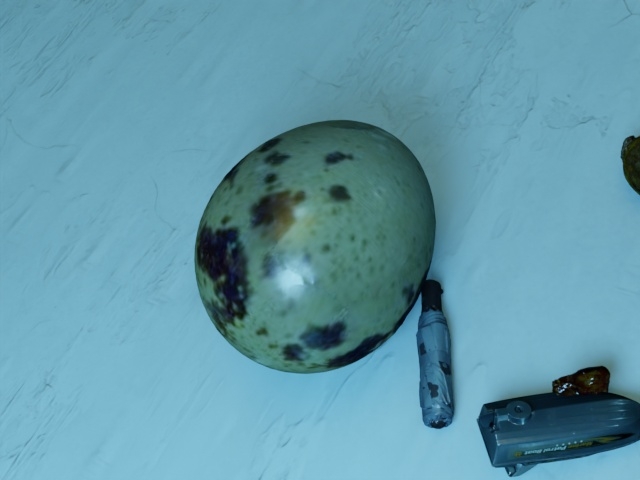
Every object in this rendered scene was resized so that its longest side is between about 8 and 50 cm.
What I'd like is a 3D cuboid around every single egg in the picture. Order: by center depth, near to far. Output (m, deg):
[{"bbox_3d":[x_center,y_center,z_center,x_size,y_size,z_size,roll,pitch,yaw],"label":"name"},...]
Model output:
[{"bbox_3d":[0.000,0.000,1.399,0.345,0.345,0.428,9,44,25],"label":"egg"}]

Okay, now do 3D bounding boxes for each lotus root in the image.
[{"bbox_3d":[0.553,-0.103,1.430,0.120,0.120,0.209,-39,50,-12],"label":"lotus root"}]

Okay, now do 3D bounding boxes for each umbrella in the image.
[{"bbox_3d":[0.170,0.165,1.395,0.052,0.053,0.250,-9,52,14],"label":"umbrella"}]

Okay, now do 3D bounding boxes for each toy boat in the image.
[{"bbox_3d":[0.332,0.255,1.252,0.246,0.103,0.093,-7,35,-3],"label":"toy boat"}]

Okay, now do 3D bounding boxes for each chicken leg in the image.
[{"bbox_3d":[0.364,0.191,1.261,0.062,0.145,0.037,-18,82,51],"label":"chicken leg"}]
